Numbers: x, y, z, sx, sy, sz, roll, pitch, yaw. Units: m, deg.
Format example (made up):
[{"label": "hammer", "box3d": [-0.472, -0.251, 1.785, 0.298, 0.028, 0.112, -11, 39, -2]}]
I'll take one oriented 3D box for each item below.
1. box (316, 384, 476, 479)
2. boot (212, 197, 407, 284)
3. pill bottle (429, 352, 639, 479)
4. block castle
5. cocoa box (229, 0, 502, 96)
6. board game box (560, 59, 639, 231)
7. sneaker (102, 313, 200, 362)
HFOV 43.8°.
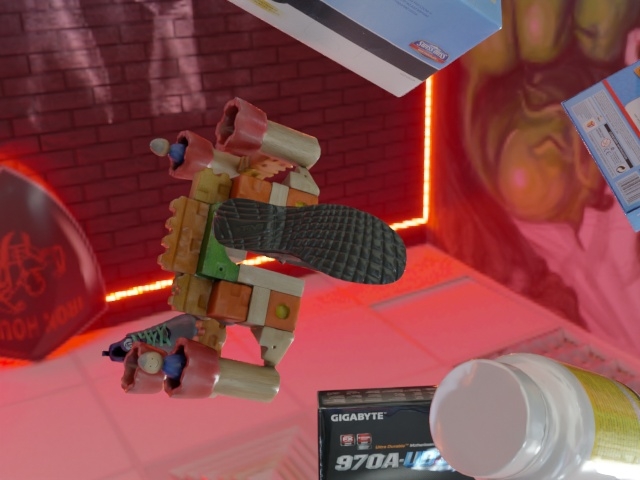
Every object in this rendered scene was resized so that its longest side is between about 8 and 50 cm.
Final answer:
[{"label": "box", "box3d": [0.105, 0.283, 1.066, 0.220, 0.175, 0.051, -2, -162, -3]}, {"label": "boot", "box3d": [0.000, 0.000, 0.990, 0.247, 0.083, 0.161, 13, 178, 17]}, {"label": "pill bottle", "box3d": [0.102, 0.086, 0.361, 0.116, 0.065, 0.065, 21, -179, -44]}, {"label": "block castle", "box3d": [-0.181, 0.026, 1.253, 0.213, 0.453, 0.303, 17, 165, -27]}, {"label": "cocoa box", "box3d": [0.070, -0.418, 1.175, 0.347, 0.231, 0.228, 22, 147, -31]}, {"label": "board game box", "box3d": [0.351, -0.122, 0.732, 0.211, 0.039, 0.160, -30, -133, 19]}, {"label": "sneaker", "box3d": [-0.324, 0.201, 1.546, 0.224, 0.083, 0.098, -27, 161, 34]}]
